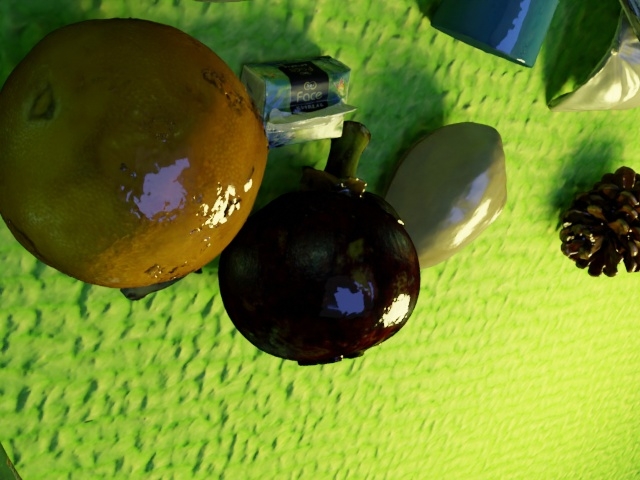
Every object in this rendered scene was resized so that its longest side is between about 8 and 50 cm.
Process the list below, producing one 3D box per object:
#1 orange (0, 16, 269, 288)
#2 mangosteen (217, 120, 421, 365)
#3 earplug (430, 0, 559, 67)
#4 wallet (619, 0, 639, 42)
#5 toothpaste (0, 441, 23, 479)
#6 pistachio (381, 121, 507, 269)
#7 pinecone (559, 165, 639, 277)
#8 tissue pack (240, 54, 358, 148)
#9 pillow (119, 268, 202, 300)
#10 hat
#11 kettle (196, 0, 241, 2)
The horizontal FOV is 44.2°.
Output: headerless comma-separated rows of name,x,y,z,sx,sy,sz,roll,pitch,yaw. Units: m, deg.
orange,-0.167,-0.073,0.690,0.240,0.240,0.240,-20,130,-26
mangosteen,0.000,0.000,0.914,0.231,0.231,0.289,11,75,-42
earplug,0.240,-0.350,0.900,0.132,0.132,0.273,10,109,-42
wallet,0.426,-0.387,1.009,0.167,0.036,0.222,-36,106,-13
toothpaste,-0.389,0.172,0.814,0.098,0.061,0.392,-21,133,-26
pistachio,0.162,-0.057,1.043,0.152,0.126,0.223,29,106,-12
pinecone,0.486,-0.022,1.301,0.195,0.150,0.179,-21,136,-22
tissue pack,-0.023,-0.147,0.861,0.111,0.079,0.085,-14,128,-31
pillow,-0.139,-0.031,0.871,0.093,0.051,0.241,18,106,-39
hat,0.462,-0.253,1.132,0.226,0.164,0.219,15,112,-21
kettle,-0.031,-0.405,0.598,0.319,0.247,0.342,-53,137,-42
